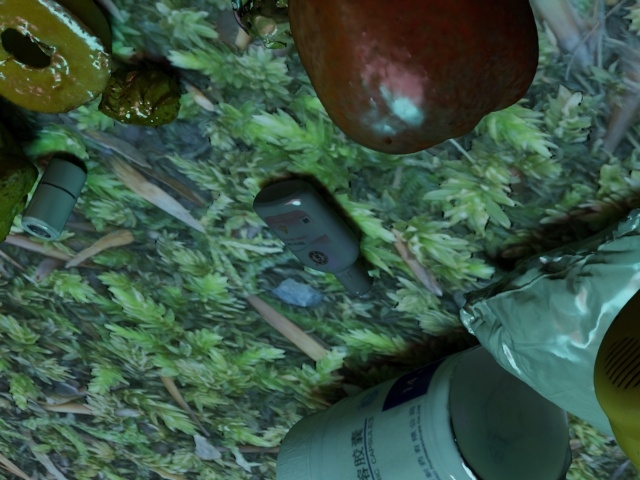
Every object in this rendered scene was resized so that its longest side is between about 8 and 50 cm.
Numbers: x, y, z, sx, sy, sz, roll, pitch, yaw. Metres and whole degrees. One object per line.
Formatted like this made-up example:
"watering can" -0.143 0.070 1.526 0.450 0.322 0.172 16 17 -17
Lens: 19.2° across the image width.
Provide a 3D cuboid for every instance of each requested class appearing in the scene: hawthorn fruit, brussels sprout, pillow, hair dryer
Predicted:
"hawthorn fruit" 0.063 -0.209 1.609 0.210 0.210 0.262 -20 105 43
"brussels sprout" -0.045 -0.214 1.765 0.085 0.058 0.085 17 132 21
"pillow" 0.338 0.103 1.924 0.310 0.138 0.283 36 141 -17
"hair dryer" -0.307 -0.034 2.126 0.047 0.082 0.137 26 160 -9

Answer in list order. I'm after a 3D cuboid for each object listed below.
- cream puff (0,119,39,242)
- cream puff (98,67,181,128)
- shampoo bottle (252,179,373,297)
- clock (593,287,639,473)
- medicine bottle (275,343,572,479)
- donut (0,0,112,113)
"cream puff" -0.430 -0.071 2.061 0.244 0.196 0.244 40 166 12
"cream puff" -0.184 -0.142 1.925 0.083 0.058 0.083 22 147 -5
"shampoo bottle" 0.000 0.000 2.040 0.080 0.040 0.165 -13 132 36
"clock" 0.392 0.090 1.693 0.317 0.244 0.200 -38 113 8
"medicine bottle" 0.110 0.251 2.192 0.190 0.190 0.332 37 142 -22
"donut" -0.286 -0.209 1.885 0.162 0.065 0.178 -14 132 32
